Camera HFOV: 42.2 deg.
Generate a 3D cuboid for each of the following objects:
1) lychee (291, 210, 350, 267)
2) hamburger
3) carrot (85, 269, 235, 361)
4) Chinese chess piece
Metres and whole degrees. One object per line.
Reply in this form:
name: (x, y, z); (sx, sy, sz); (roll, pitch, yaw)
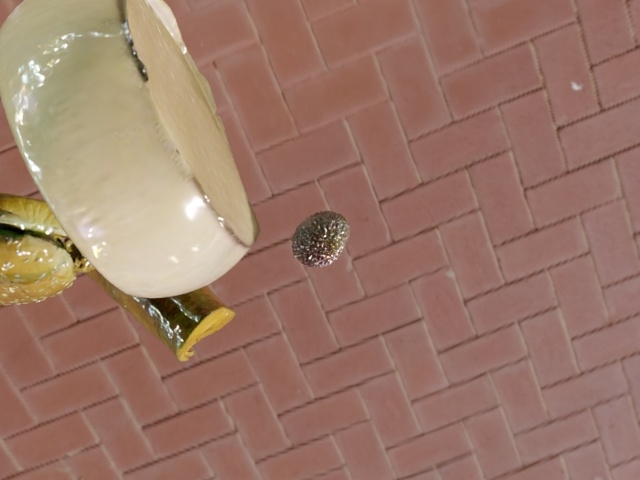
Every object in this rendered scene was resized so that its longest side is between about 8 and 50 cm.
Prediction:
lychee: (0.000, 0.000, 1.016); (0.068, 0.067, 0.083); (12, 126, -39)
hamburger: (-0.377, 0.011, 0.990); (0.215, 0.189, 0.122); (1, 73, 7)
carrot: (-0.248, 0.056, 1.193); (0.114, 0.302, 0.114); (-33, 144, -29)
Chinese chess piece: (-0.187, -0.108, 0.857); (0.140, 0.338, 0.338); (-23, 113, 6)
